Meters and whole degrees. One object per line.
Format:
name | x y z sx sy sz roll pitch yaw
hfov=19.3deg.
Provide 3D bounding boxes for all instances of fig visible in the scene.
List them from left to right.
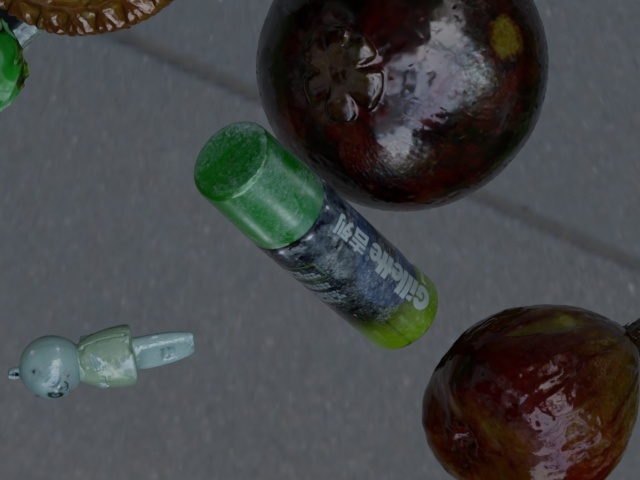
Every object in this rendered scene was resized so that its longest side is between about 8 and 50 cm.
fig | 0.217 0.103 1.709 0.190 0.190 0.290 42 66 -21

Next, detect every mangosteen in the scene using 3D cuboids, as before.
mangosteen | 0.103 -0.187 1.973 0.306 0.359 0.306 6 102 31

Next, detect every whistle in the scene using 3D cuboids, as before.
whistle | -0.116 0.063 1.001 0.100 0.035 0.035 -9 118 -8

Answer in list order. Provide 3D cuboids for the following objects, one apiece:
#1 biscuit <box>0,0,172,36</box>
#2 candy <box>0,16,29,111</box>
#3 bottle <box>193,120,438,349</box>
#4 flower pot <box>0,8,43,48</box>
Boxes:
biscuit | -0.198 -0.314 1.498 0.305 0.038 0.305 4 99 28
candy | -0.365 -0.068 1.395 0.323 0.097 0.097 -31 116 -4
bottle | 0.000 0.000 1.855 0.093 0.093 0.330 -33 138 15
flower pot | -0.382 -0.293 1.805 0.299 0.283 0.299 -13 119 -23
